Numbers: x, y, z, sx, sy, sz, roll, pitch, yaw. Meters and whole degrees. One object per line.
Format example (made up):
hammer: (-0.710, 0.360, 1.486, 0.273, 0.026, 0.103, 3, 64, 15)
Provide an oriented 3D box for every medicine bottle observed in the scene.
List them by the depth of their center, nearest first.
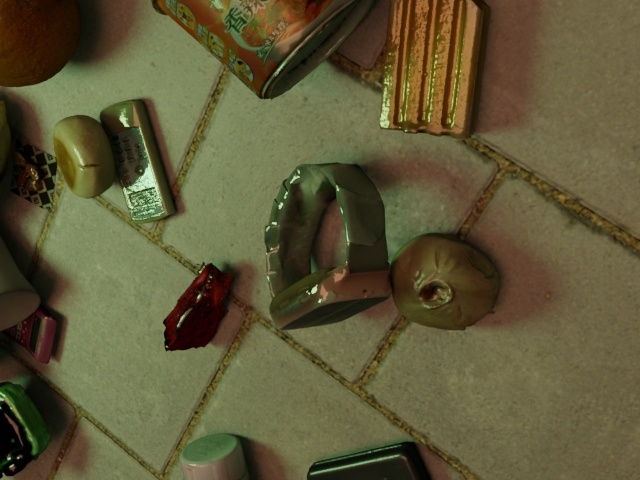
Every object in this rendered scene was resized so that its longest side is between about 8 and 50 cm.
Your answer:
medicine bottle: (-0.205, 0.488, 1.375, 0.135, 0.135, 0.169, -4, 103, 26)

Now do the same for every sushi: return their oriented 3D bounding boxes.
sushi: (-0.613, -0.134, 1.454, 0.120, 0.026, 0.126, 24, 113, 17)

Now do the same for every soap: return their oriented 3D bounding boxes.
soap: (0.168, -0.274, 1.023, 0.140, 0.073, 0.232, 10, 108, 21)

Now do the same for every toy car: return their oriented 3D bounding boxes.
toy car: (-0.772, 0.450, 1.615, 0.358, 0.176, 0.214, -29, 92, 25)

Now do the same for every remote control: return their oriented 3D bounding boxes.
remote control: (-0.350, -0.148, 1.321, 0.098, 0.038, 0.234, -10, 100, 28)

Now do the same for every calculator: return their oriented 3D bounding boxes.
calculator: (-0.669, 0.182, 1.566, 0.190, 0.034, 0.127, 29, 115, 21)

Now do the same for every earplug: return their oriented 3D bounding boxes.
earplug: (-0.744, 0.034, 1.489, 0.172, 0.172, 0.301, -43, 69, 28)

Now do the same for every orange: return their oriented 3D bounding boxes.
orange: (-0.564, -0.404, 1.235, 0.264, 0.264, 0.264, 7, 107, 23)

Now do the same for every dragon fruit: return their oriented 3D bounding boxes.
dragon fruit: (-0.244, 0.116, 1.304, 0.092, 0.122, 0.192, 45, 121, 25)

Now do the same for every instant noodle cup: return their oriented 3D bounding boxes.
instant noodle cup: (-0.070, -0.357, 1.008, 0.214, 0.296, 0.296, 48, 118, -3)

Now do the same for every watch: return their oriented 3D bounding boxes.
watch: (0.000, 0.000, 1.119, 0.253, 0.161, 0.241, -33, 68, 46)

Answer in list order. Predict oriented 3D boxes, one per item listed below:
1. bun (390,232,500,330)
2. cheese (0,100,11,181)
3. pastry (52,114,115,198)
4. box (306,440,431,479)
bun: (0.189, 0.072, 1.086, 0.173, 0.113, 0.167, -12, 99, 30)
cheese: (-0.750, -0.170, 1.414, 0.259, 0.128, 0.316, 42, 93, 22)
pastry: (-0.443, -0.158, 1.307, 0.156, 0.092, 0.157, 43, 146, 40)
box: (0.096, 0.465, 1.275, 0.230, 0.050, 0.160, -22, 94, 28)
